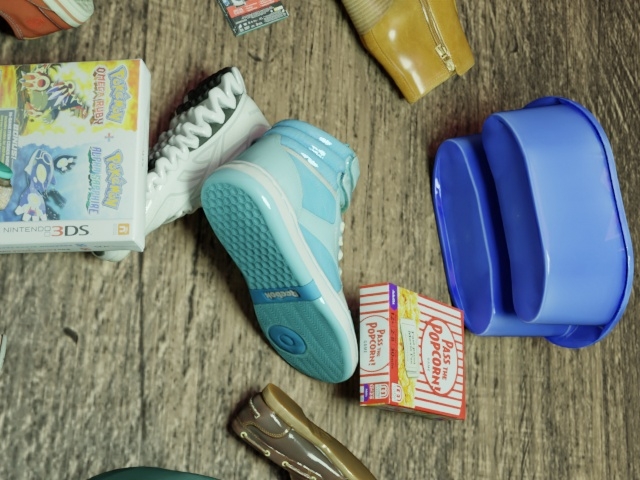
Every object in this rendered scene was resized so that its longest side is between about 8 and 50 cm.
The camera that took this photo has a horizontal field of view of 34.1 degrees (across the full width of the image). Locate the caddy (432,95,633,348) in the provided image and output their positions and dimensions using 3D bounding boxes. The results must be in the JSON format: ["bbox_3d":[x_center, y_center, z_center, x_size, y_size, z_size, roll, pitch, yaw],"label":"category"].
[{"bbox_3d":[0.290,-0.023,1.387,0.179,0.241,0.341,-4,80,-28],"label":"caddy"}]

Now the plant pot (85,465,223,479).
[{"bbox_3d":[-0.132,0.365,1.019,0.293,0.235,0.293,9,72,-31],"label":"plant pot"}]

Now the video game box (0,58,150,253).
[{"bbox_3d":[-0.278,-0.088,1.107,0.187,0.048,0.205,-2,75,3],"label":"video game box"}]

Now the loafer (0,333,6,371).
[{"bbox_3d":[-0.350,0.152,1.057,0.039,0.045,0.125,16,71,-21],"label":"loafer"}]

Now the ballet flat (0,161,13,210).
[{"bbox_3d":[-0.457,-0.104,1.020,0.316,0.107,0.106,35,96,-6],"label":"ballet flat"}]

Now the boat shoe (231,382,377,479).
[{"bbox_3d":[-0.014,0.256,1.229,0.207,0.073,0.073,43,96,-11],"label":"boat shoe"}]

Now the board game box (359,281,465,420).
[{"bbox_3d":[0.117,0.143,1.307,0.193,0.045,0.146,21,64,-52],"label":"board game box"}]

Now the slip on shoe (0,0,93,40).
[{"bbox_3d":[-0.370,-0.323,1.069,0.331,0.101,0.123,47,21,-47],"label":"slip on shoe"}]

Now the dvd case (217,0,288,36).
[{"bbox_3d":[-0.102,-0.332,1.361,0.087,0.013,0.119,-30,95,-34],"label":"dvd case"}]

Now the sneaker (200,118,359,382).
[{"bbox_3d":[0.000,0.000,1.243,0.208,0.127,0.319,-53,132,-41],"label":"sneaker"}]

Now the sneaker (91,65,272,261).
[{"bbox_3d":[-0.152,-0.074,1.210,0.118,0.110,0.292,49,57,-22],"label":"sneaker"}]

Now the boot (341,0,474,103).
[{"bbox_3d":[0.163,-0.342,1.487,0.295,0.104,0.211,-45,107,-27],"label":"boot"}]
